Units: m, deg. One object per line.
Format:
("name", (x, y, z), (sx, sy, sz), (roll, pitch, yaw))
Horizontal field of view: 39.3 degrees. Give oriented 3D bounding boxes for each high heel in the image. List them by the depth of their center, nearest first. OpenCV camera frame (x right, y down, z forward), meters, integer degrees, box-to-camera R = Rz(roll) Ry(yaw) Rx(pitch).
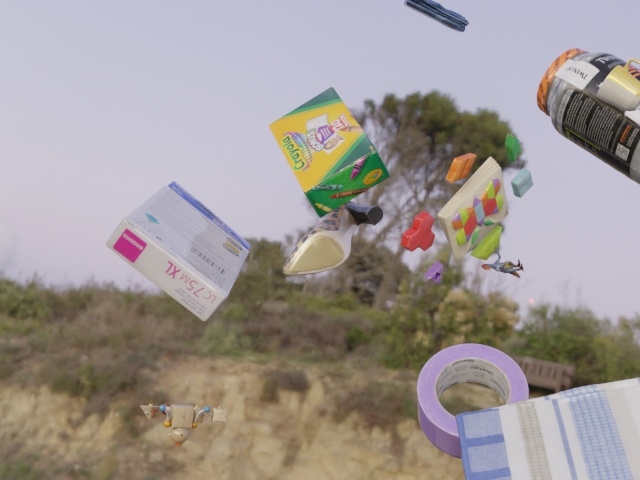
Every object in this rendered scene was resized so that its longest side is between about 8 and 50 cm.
("high heel", (0.000, 0.000, 1.974), (0.093, 0.261, 0.186), (61, -19, -15))

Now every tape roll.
("tape roll", (0.262, 0.278, 1.552), (0.189, 0.189, 0.080), (11, -38, 17))

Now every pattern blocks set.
("pattern blocks set", (0.305, -0.057, 1.769), (0.026, 0.325, 0.285), (31, -11, 40))

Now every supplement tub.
("supplement tub", (0.604, -0.254, 1.810), (0.316, 0.193, 0.193), (42, 5, 35))

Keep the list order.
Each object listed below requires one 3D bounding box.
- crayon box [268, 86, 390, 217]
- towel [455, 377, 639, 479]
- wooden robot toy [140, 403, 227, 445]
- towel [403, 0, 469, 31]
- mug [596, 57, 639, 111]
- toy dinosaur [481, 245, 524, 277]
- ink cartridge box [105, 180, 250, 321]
("crayon box", (0.012, -0.187, 1.846), (0.081, 0.165, 0.278), (57, 3, -41))
("towel", (0.324, 0.277, 1.148), (0.285, 0.209, 0.034), (-13, -54, 9))
("wooden robot toy", (-0.270, 0.361, 1.749), (0.173, 0.079, 0.076), (9, -11, -29))
("towel", (0.210, -0.415, 1.623), (0.119, 0.029, 0.067), (24, 11, -8))
("mug", (0.496, -0.247, 1.453), (0.064, 0.062, 0.078), (39, -29, 21))
("toy dinosaur", (0.361, 0.058, 1.781), (0.082, 0.047, 0.090), (-10, -54, 1))
("ink cartridge box", (-0.212, 0.006, 1.419), (0.186, 0.065, 0.311), (39, 15, -7))
